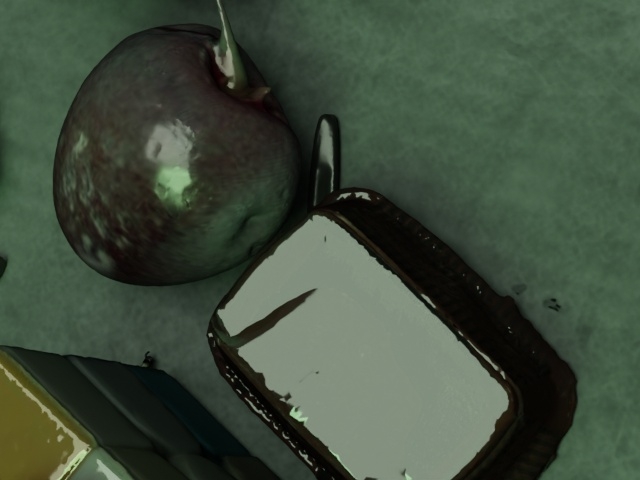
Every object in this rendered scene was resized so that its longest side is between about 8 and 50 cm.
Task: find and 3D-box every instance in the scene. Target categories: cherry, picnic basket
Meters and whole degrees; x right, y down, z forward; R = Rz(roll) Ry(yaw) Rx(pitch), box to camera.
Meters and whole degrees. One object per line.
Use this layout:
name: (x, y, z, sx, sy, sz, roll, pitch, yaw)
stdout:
cherry: (-0.119, -0.071, 1.643, 0.266, 0.183, 0.213, -50, 47, 30)
picnic basket: (0.050, 0.100, 1.578, 0.297, 0.129, 0.222, 45, 93, 13)

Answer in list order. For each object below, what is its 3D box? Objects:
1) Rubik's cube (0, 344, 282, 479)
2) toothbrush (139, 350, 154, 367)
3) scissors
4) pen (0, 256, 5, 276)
Rubik's cube: (-0.169, 0.321, 1.518, 0.347, 0.346, 0.344, 41, 95, 20)
toothbrush: (-0.242, 0.209, 1.726, 0.028, 0.026, 0.294, 38, 96, 1)
scissors: (0.000, 0.000, 1.680, 0.088, 0.017, 0.220, 1, 82, 17)
pen: (-0.380, 0.001, 1.802, 0.204, 0.025, 0.025, 15, 87, 20)
